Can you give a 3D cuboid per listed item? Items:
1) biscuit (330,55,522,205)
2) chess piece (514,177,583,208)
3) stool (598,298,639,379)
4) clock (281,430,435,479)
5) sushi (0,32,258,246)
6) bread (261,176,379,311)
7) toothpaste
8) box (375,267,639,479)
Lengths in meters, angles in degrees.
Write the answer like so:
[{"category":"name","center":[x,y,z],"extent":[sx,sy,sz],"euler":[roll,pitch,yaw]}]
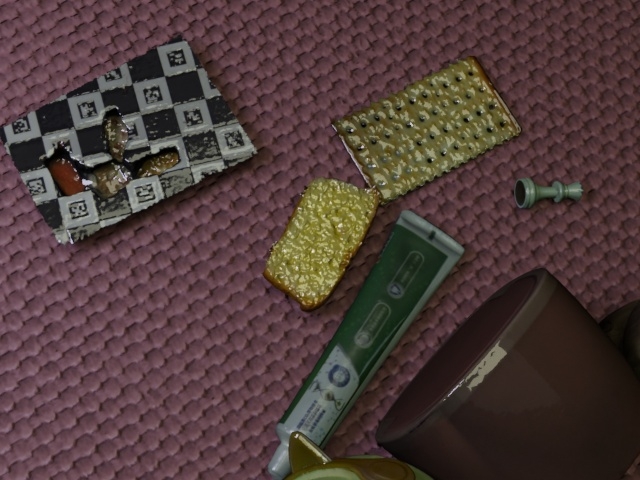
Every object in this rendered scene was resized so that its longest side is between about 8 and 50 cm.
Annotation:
[{"category":"biscuit","center":[0.144,-0.152,1.714],"extent":[0.231,0.016,0.139],"euler":[-28,80,-14]},{"category":"chess piece","center":[0.309,-0.065,1.702],"extent":[0.093,0.042,0.042],"euler":[-4,75,-16]},{"category":"stool","center":[0.447,0.136,1.544],"extent":[0.179,0.264,0.179],"euler":[2,75,-7]},{"category":"clock","center":[0.059,0.375,1.435],"extent":[0.348,0.286,0.117],"euler":[47,31,10]},{"category":"sushi","center":[-0.249,-0.119,1.637],"extent":[0.279,0.043,0.192],"euler":[-30,80,-14]},{"category":"bread","center":[0.000,0.000,1.628],"extent":[0.103,0.065,0.187],"euler":[26,74,2]},{"category":"toothpaste","center":[0.046,0.135,1.600],"extent":[0.099,0.061,0.392],"euler":[34,70,3]},{"category":"box","center":[0.233,0.204,1.495],"extent":[0.216,0.301,0.301],"euler":[44,73,-3]}]
